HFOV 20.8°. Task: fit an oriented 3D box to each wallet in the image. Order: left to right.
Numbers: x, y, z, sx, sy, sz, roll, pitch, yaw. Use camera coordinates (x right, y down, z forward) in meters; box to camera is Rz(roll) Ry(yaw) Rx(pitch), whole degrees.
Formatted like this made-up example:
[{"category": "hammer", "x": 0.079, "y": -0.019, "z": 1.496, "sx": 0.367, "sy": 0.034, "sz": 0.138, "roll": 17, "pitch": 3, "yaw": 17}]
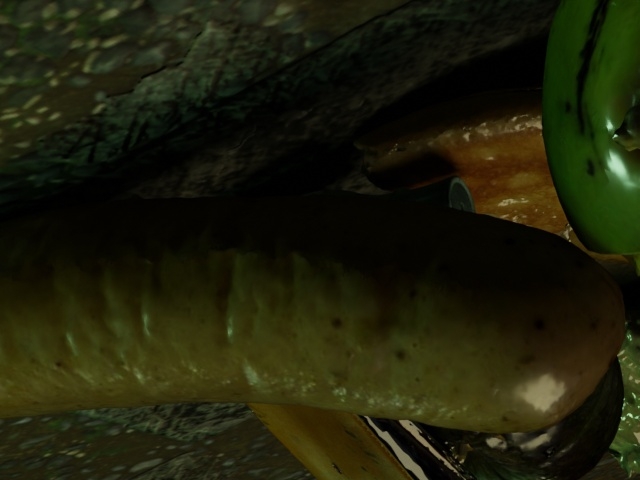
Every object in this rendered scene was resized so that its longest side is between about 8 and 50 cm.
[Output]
[{"category": "wallet", "x": 0.005, "y": 0.114, "z": 1.223, "sx": 0.042, "sy": 0.195, "sz": 0.161, "roll": -52, "pitch": -154, "yaw": -22}]

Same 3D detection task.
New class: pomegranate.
[{"category": "pomegranate", "x": 0.263, "y": -0.095, "z": 0.979, "sx": 0.260, "sy": 0.260, "sz": 0.340, "roll": -37, "pitch": -178, "yaw": 36}]

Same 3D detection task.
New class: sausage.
[{"category": "sausage", "x": -0.072, "y": 0.041, "z": 1.028, "sx": 0.500, "sy": 0.136, "sz": 0.123, "roll": -1, "pitch": -166, "yaw": 16}]

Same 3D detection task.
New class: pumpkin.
[{"category": "pumpkin", "x": 0.108, "y": 0.096, "z": 1.289, "sx": 0.159, "sy": 0.238, "sz": 0.238, "roll": -58, "pitch": 169, "yaw": -22}]

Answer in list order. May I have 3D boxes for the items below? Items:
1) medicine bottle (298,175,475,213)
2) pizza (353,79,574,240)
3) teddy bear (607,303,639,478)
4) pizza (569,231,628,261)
[{"category": "medicine bottle", "x": 0.000, "y": 0.000, "z": 1.148, "sx": 0.208, "sy": 0.054, "sz": 0.090, "roll": -13, "pitch": 159, "yaw": 27}, {"category": "pizza", "x": 0.126, "y": -0.052, "z": 1.167, "sx": 0.201, "sy": 0.053, "sz": 0.193, "roll": -5, "pitch": 152, "yaw": 5}, {"category": "teddy bear", "x": 0.339, "y": 0.102, "z": 1.575, "sx": 0.267, "sy": 0.156, "sz": 0.256, "roll": 9, "pitch": 143, "yaw": -46}, {"category": "pizza", "x": 0.309, "y": -0.039, "z": 1.330, "sx": 0.257, "sy": 0.087, "sz": 0.268, "roll": -25, "pitch": 159, "yaw": 21}]
